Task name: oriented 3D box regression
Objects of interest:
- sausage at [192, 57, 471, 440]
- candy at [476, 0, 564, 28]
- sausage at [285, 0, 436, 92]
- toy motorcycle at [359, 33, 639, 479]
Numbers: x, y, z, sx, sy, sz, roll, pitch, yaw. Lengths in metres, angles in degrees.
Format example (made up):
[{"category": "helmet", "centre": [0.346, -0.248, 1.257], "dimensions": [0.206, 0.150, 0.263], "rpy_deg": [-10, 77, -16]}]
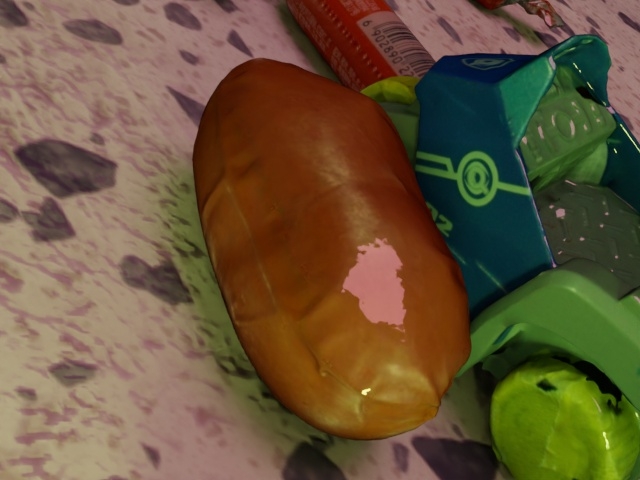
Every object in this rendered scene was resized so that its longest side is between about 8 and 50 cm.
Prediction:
[{"category": "sausage", "centre": [-0.002, 0.000, 0.697], "dimensions": [0.133, 0.133, 0.258], "rpy_deg": [11, 45, -38]}, {"category": "candy", "centre": [0.152, -0.324, 1.329], "dimensions": [0.292, 0.059, 0.086], "rpy_deg": [39, 35, 0]}, {"category": "sausage", "centre": [0.047, -0.144, 0.979], "dimensions": [0.074, 0.074, 0.274], "rpy_deg": [-3, 50, -47]}, {"category": "toy motorcycle", "centre": [0.153, -0.012, 0.771], "dimensions": [0.191, 0.200, 0.326], "rpy_deg": [-27, 72, -42]}]
